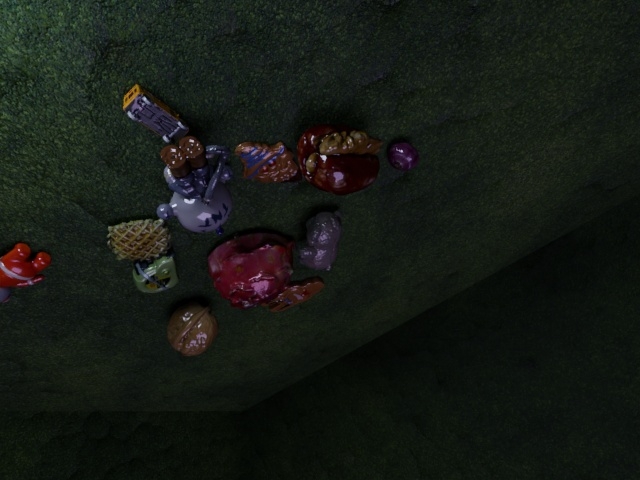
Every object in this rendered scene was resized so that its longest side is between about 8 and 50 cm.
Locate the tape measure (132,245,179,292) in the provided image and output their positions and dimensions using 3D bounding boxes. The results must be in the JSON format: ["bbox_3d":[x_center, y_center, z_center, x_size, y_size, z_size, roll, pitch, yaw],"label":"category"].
[{"bbox_3d":[-0.630,0.123,1.647,0.175,0.106,0.200,-20,148,-20],"label":"tape measure"}]

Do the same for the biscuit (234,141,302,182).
[{"bbox_3d":[-0.163,-0.247,1.411,0.183,0.043,0.280,-35,141,28],"label":"biscuit"}]

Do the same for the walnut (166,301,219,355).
[{"bbox_3d":[-0.586,0.402,1.978,0.257,0.224,0.257,-49,175,-6],"label":"walnut"}]

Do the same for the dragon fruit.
[{"bbox_3d":[-0.265,0.144,1.758,0.386,0.249,0.371,-20,152,5],"label":"dragon fruit"}]

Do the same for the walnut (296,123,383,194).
[{"bbox_3d":[0.074,-0.268,1.345,0.269,0.222,0.244,-14,159,-36],"label":"walnut"}]

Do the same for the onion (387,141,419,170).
[{"bbox_3d":[0.294,-0.302,1.517,0.115,0.105,0.115,22,164,7],"label":"onion"}]

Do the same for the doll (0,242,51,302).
[{"bbox_3d":[-1.078,0.130,1.435,0.336,0.105,0.200,-34,147,7],"label":"doll"}]

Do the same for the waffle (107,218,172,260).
[{"bbox_3d":[-0.632,-0.001,1.499,0.214,0.054,0.208,-7,139,-16],"label":"waffle"}]

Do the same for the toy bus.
[{"bbox_3d":[-0.426,-0.327,1.116,0.069,0.074,0.162,-37,142,15],"label":"toy bus"}]

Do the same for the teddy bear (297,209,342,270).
[{"bbox_3d":[0.001,0.001,1.730,0.236,0.151,0.267,-42,148,-37],"label":"teddy bear"}]

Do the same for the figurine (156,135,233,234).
[{"bbox_3d":[-0.379,-0.154,1.293,0.261,0.186,0.382,-23,154,-12],"label":"figurine"}]

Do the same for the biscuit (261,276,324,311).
[{"bbox_3d":[-0.137,0.280,2.188,0.333,0.047,0.202,-25,147,8],"label":"biscuit"}]
